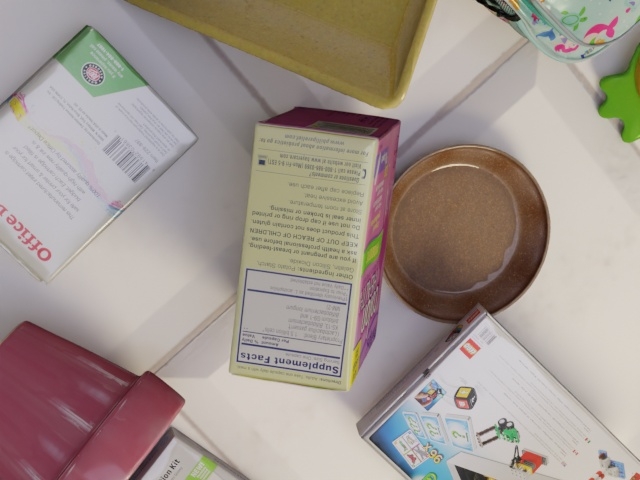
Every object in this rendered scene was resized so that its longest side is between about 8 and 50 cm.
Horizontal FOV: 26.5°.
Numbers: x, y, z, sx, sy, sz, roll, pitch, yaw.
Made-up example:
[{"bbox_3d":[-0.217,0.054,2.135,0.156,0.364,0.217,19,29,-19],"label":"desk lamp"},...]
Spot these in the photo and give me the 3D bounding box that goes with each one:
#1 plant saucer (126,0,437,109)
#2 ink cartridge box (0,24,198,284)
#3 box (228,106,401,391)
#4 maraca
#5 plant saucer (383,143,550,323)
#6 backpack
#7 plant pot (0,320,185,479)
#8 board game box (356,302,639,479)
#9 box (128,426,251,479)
[{"bbox_3d":[-0.006,-0.334,1.271,0.333,0.081,0.332,25,111,20],"label":"plant saucer"},{"bbox_3d":[-0.252,-0.086,1.343,0.212,0.093,0.154,-44,106,-3],"label":"ink cartridge box"},{"bbox_3d":[0.000,0.000,1.342,0.117,0.213,0.243,9,100,8],"label":"box"},{"bbox_3d":[0.389,-0.178,1.472,0.186,0.099,0.127,-38,106,24],"label":"maraca"},{"bbox_3d":[0.152,-0.009,1.480,0.199,0.036,0.198,-3,101,-13],"label":"plant saucer"},{"bbox_3d":[0.254,-0.301,1.349,0.225,0.191,0.253,-44,139,4],"label":"backpack"},{"bbox_3d":[-0.263,0.183,1.354,0.180,0.201,0.201,38,91,-1],"label":"plant pot"},{"bbox_3d":[0.213,0.241,1.489,0.193,0.053,0.305,-45,101,4],"label":"board game box"},{"bbox_3d":[-0.132,0.313,1.481,0.186,0.038,0.145,38,91,-16],"label":"box"}]
